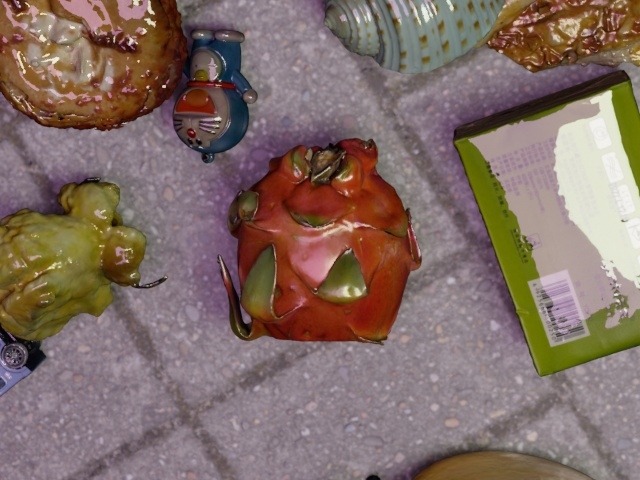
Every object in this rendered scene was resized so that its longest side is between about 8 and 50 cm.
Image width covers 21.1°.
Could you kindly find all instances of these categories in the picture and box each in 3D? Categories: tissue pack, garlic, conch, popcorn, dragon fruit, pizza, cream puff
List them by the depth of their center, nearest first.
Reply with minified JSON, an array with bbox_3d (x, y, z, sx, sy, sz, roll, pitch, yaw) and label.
[{"bbox_3d":[0.095,-0.278,1.844,0.200,0.172,0.131,-41,127,-4],"label":"conch"},{"bbox_3d":[0.281,-0.022,1.864,0.200,0.167,0.274,-19,97,9],"label":"tissue pack"},{"bbox_3d":[0.284,-0.249,1.873,0.271,0.056,0.134,-4,108,5],"label":"pizza"},{"bbox_3d":[-0.001,0.005,1.885,0.224,0.224,0.227,-10,95,9],"label":"dragon fruit"},{"bbox_3d":[-0.259,-0.241,1.897,0.240,0.164,0.240,5,114,12],"label":"cream puff"},{"bbox_3d":[0.211,0.310,1.941,0.245,0.164,0.145,-4,83,3],"label":"garlic"},{"bbox_3d":[-0.295,0.030,1.965,0.195,0.173,0.168,-24,137,-13],"label":"popcorn"}]

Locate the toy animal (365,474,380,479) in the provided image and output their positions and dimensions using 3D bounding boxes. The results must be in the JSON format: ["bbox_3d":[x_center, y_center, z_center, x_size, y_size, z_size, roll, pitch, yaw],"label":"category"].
[{"bbox_3d":[0.073,0.356,2.023,0.210,0.121,0.117,37,59,-17],"label":"toy animal"}]

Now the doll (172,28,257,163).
[{"bbox_3d":[-0.122,-0.162,1.934,0.114,0.085,0.152,8,93,30],"label":"doll"}]

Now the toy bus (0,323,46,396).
[{"bbox_3d":[-0.404,0.100,2.026,0.076,0.073,0.167,-40,94,15],"label":"toy bus"}]
